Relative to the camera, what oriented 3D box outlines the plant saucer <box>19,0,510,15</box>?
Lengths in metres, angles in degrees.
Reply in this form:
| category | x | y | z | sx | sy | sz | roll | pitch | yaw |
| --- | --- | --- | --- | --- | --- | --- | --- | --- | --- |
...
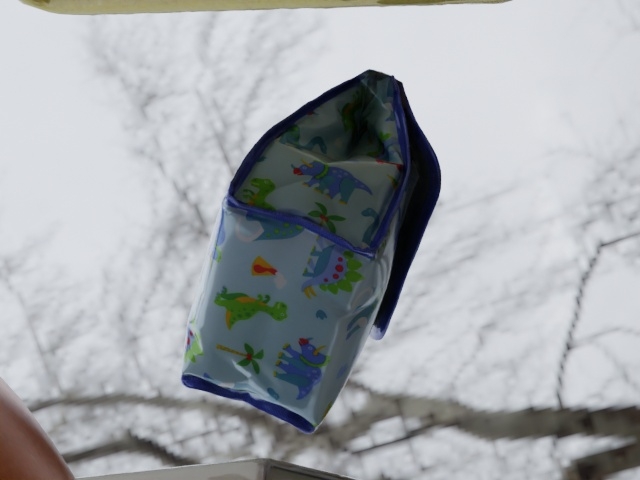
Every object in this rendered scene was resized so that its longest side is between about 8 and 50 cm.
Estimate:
| category | x | y | z | sx | sy | sz | roll | pitch | yaw |
| --- | --- | --- | --- | --- | --- | --- | --- | --- | --- |
| plant saucer | -0.098 | -0.233 | 0.871 | 0.333 | 0.333 | 0.081 | 44 | -122 | -47 |

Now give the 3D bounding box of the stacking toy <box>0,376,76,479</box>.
| category | x | y | z | sx | sy | sz | roll | pitch | yaw |
| --- | --- | --- | --- | --- | --- | --- | --- | --- | --- |
| stacking toy | -0.076 | 0.243 | 0.592 | 0.480 | 0.351 | 0.350 | 37 | -135 | -30 |

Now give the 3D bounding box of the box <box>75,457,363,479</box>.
| category | x | y | z | sx | sy | sz | roll | pitch | yaw |
| --- | --- | --- | --- | --- | --- | --- | --- | --- | --- |
| box | -0.110 | 0.181 | 0.863 | 0.148 | 0.311 | 0.121 | 23 | -118 | -51 |

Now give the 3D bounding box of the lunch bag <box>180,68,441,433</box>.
| category | x | y | z | sx | sy | sz | roll | pitch | yaw |
| --- | --- | --- | --- | --- | --- | --- | --- | --- | --- |
| lunch bag | 0.000 | 0.000 | 0.945 | 0.096 | 0.129 | 0.151 | 21 | -143 | 3 |
